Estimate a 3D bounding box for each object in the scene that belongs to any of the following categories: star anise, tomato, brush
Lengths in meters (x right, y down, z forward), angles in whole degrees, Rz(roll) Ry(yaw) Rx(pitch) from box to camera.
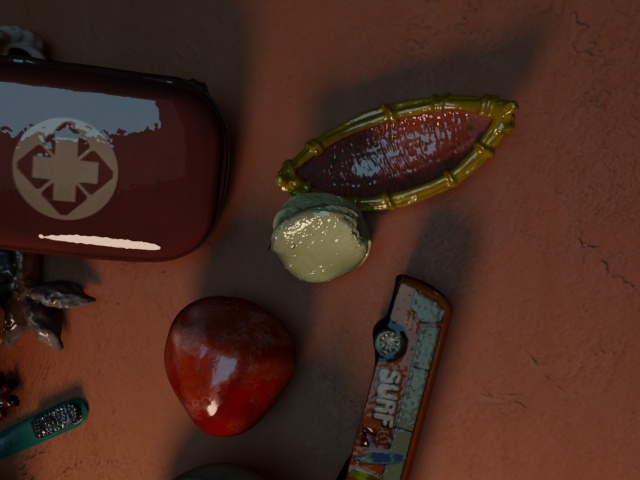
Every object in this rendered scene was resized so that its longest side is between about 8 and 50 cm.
[{"bbox_3d":[-0.449,0.082,1.056,0.172,0.063,0.208,-42,79,12],"label":"star anise"},{"bbox_3d":[-0.131,0.164,0.934,0.187,0.151,0.187,0,90,18],"label":"tomato"},{"bbox_3d":[-0.438,0.289,1.059,0.193,0.032,0.043,-25,82,9],"label":"brush"}]

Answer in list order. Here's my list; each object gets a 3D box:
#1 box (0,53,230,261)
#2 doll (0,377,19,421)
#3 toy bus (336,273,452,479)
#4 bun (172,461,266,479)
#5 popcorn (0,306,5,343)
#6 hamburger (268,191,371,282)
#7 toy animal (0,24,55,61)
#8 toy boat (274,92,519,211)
[{"bbox_3d":[-0.326,-0.105,0.942,0.403,0.108,0.263,5,104,-8],"label":"box"},{"bbox_3d":[-0.539,0.265,1.074,0.169,0.057,0.109,-22,62,-1],"label":"doll"},{"bbox_3d":[0.081,0.248,0.909,0.092,0.093,0.409,15,91,6],"label":"toy bus"},{"bbox_3d":[-0.110,0.436,0.893,0.293,0.187,0.293,-26,53,41],"label":"bun"},{"bbox_3d":[-0.601,0.095,0.966,0.348,0.349,0.382,0,63,13],"label":"popcorn"},{"bbox_3d":[0.000,0.000,0.922,0.133,0.140,0.062,-7,41,11],"label":"hamburger"},{"bbox_3d":[-0.509,-0.227,1.041,0.204,0.156,0.208,7,92,17],"label":"toy animal"},{"bbox_3d":[0.100,-0.115,0.921,0.317,0.099,0.141,-16,87,9],"label":"toy boat"}]
